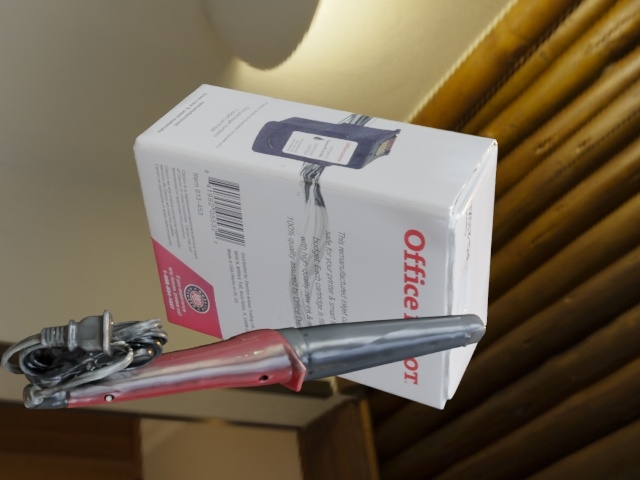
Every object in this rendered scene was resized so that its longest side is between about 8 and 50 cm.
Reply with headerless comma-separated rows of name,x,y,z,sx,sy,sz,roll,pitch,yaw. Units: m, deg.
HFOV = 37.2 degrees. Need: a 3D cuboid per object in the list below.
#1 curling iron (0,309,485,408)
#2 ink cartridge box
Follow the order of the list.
curling iron,-0.020,0.058,0.485,0.068,0.274,0.035,-34,-118,51
ink cartridge box,0.000,0.000,0.689,0.237,0.100,0.171,14,-50,23
